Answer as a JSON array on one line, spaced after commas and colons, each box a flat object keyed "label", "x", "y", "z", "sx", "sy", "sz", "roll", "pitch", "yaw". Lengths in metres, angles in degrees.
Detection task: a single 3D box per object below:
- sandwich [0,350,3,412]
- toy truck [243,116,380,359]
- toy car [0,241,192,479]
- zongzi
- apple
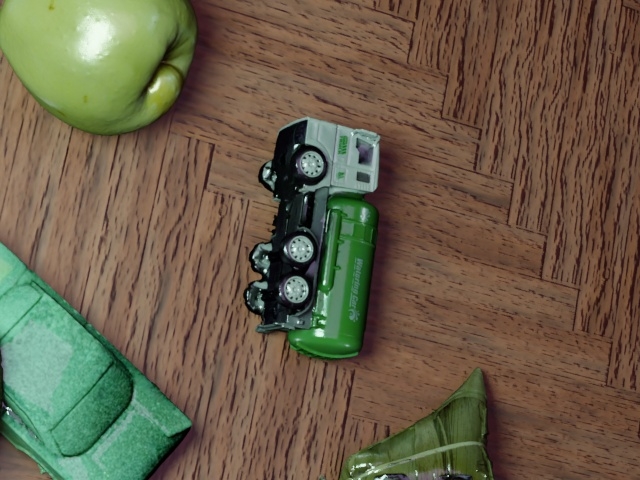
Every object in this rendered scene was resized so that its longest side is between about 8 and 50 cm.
[{"label": "sandwich", "x": -0.373, "y": 0.173, "z": 1.566, "sx": 0.159, "sy": 0.079, "sz": 0.235, "roll": 15, "pitch": 107, "yaw": 22}, {"label": "toy truck", "x": 0.000, "y": 0.000, "z": 1.754, "sx": 0.125, "sy": 0.101, "sz": 0.243, "roll": 11, "pitch": 79, "yaw": -23}, {"label": "toy car", "x": -0.274, "y": 0.116, "z": 1.630, "sx": 0.320, "sy": 0.097, "sz": 0.141, "roll": 45, "pitch": 68, "yaw": -8}, {"label": "zongzi", "x": 0.087, "y": 0.206, "z": 1.775, "sx": 0.189, "sy": 0.081, "sz": 0.178, "roll": 4, "pitch": 56, "yaw": -5}, {"label": "apple", "x": -0.218, "y": -0.202, "z": 1.668, "sx": 0.200, "sy": 0.200, "sz": 0.200, "roll": 4, "pitch": 79, "yaw": -19}]
